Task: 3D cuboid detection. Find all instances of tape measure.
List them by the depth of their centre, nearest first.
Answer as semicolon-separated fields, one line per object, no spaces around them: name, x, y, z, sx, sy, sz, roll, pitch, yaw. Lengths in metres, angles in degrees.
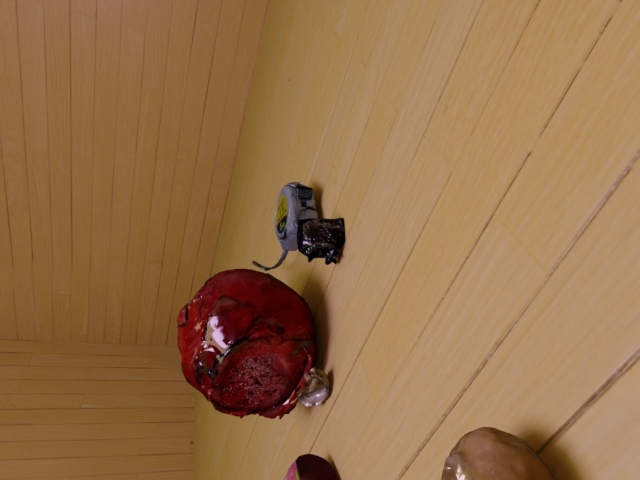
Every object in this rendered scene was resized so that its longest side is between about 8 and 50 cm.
tape measure;-0.089;-0.023;1.108;0.330;0.084;0.164;138;138;-59

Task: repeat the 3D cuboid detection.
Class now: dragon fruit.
dragon fruit;-0.151;0.207;0.921;0.301;0.295;0.296;16;99;57

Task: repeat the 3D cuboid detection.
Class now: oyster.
oyster;-0.017;0.271;0.838;0.083;0.081;0.038;-28;24;27

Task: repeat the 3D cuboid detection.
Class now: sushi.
sushi;0.000;0.000;0.857;0.056;0.083;0.085;128;146;-53

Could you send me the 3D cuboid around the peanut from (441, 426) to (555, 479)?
peanut;0.142;0.281;0.329;0.101;0.117;0.263;92;173;-65

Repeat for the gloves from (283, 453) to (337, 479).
gloves;-0.044;0.501;0.755;0.145;0.126;0.241;28;108;43
